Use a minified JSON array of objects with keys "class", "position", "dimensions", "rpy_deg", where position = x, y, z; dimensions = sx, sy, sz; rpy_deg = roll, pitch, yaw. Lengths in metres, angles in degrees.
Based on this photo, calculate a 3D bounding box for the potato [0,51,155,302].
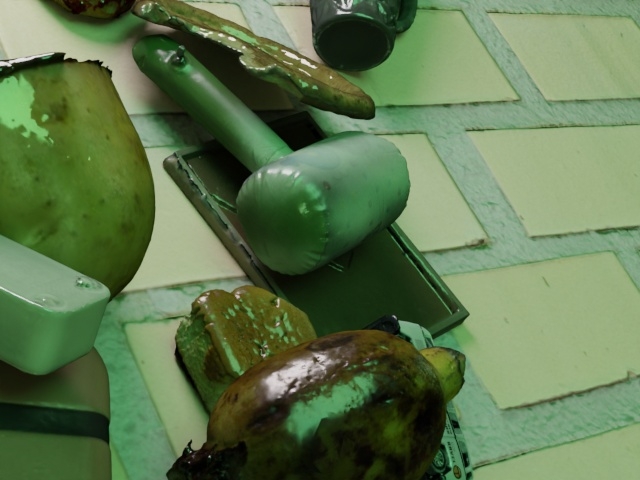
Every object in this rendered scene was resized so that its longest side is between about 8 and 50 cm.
[{"class":"potato","position":[-0.243,-0.034,1.154],"dimensions":[0.242,0.285,0.242],"rpy_deg":[1,83,-9]}]

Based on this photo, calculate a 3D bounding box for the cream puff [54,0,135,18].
[{"class":"cream puff","position":[-0.256,-0.317,1.493],"dimensions":[0.149,0.084,0.149],"rpy_deg":[19,45,-20]}]

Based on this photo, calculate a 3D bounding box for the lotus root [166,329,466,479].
[{"class":"lotus root","position":[0.009,0.168,1.157],"dimensions":[0.314,0.141,0.169],"rpy_deg":[-27,116,-23]}]

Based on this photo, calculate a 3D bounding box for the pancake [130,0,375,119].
[{"class":"pancake","position":[-0.074,-0.207,1.468],"dimensions":[0.286,0.033,0.288],"rpy_deg":[20,12,-28]}]

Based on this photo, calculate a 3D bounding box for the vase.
[{"class":"vase","position":[0.053,-0.354,1.727],"dimensions":[0.251,0.156,0.301],"rpy_deg":[41,39,-39]}]

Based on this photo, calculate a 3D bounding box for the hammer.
[{"class":"hammer","position":[-0.071,-0.115,1.404],"dimensions":[0.335,0.119,0.206],"rpy_deg":[43,36,13]}]

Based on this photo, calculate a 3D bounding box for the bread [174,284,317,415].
[{"class":"bread","position":[-0.062,0.111,1.264],"dimensions":[0.128,0.069,0.140],"rpy_deg":[-12,63,-43]}]

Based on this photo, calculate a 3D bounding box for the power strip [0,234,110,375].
[{"class":"power strip","position":[-0.344,-0.007,1.009],"dimensions":[0.385,0.062,0.091],"rpy_deg":[24,16,14]}]

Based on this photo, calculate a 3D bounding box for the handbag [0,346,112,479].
[{"class":"handbag","position":[-0.300,0.183,0.966],"dimensions":[0.302,0.149,0.283],"rpy_deg":[12,50,-31]}]

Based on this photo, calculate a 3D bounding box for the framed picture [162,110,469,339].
[{"class":"framed picture","position":[0.000,0.000,1.446],"dimensions":[0.232,0.024,0.315],"rpy_deg":[-22,70,-46]}]

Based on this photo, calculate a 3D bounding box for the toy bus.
[{"class":"toy bus","position":[0.088,0.175,1.298],"dimensions":[0.089,0.087,0.194],"rpy_deg":[10,56,-47]}]
